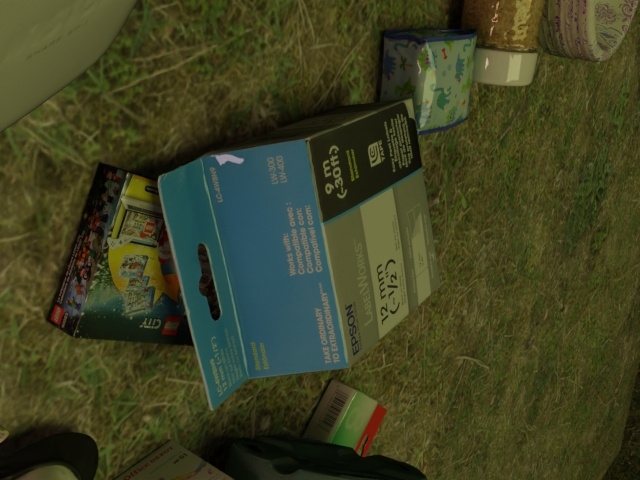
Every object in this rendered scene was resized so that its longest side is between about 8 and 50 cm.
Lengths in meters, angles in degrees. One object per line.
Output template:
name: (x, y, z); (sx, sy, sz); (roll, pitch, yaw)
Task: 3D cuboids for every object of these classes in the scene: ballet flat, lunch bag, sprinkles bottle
ballet flat: (-0.282, 0.247, 0.626); (0.280, 0.096, 0.095); (-15, 112, -53)
lunch bag: (0.154, -0.219, 1.005); (0.151, 0.096, 0.128); (-16, 120, -38)
sprinkles bottle: (0.266, -0.401, 1.040); (0.121, 0.121, 0.355); (-18, 121, -48)

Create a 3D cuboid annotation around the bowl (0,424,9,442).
bowl: (-0.326, 0.143, 0.543); (0.170, 0.080, 0.170); (-26, 170, -5)

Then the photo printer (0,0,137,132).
photo printer: (-0.171, -0.174, 0.407); (0.107, 0.307, 0.256); (44, 46, -8)

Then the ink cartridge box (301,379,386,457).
ink cartridge box: (0.043, 0.333, 1.178); (0.225, 0.056, 0.181); (40, 75, -52)

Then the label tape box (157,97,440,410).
label tape box: (0.000, 0.000, 0.816); (0.348, 0.115, 0.249); (-32, 117, -53)

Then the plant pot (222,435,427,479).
plant pot: (-0.018, 0.432, 0.918); (0.341, 0.341, 0.334); (19, 79, -55)

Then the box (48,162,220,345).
box: (-0.149, 0.026, 0.771); (0.233, 0.044, 0.159); (17, 93, -55)

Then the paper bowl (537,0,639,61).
paper bowl: (0.409, -0.435, 1.178); (0.284, 0.148, 0.284); (-33, 133, -44)

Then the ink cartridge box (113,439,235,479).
ink cartridge box: (-0.158, 0.286, 0.827); (0.088, 0.122, 0.052); (-30, 125, -43)
